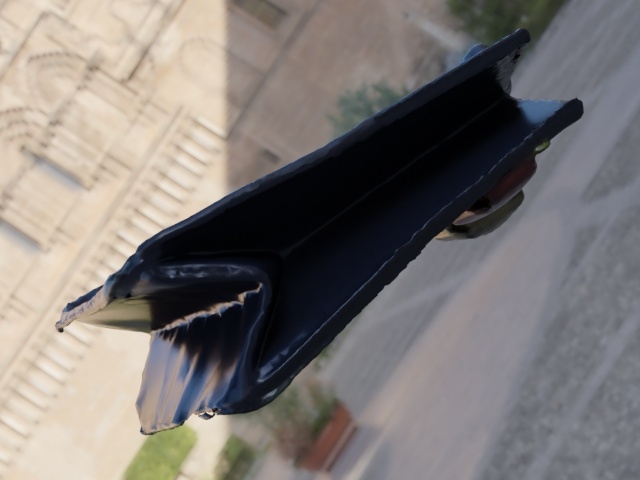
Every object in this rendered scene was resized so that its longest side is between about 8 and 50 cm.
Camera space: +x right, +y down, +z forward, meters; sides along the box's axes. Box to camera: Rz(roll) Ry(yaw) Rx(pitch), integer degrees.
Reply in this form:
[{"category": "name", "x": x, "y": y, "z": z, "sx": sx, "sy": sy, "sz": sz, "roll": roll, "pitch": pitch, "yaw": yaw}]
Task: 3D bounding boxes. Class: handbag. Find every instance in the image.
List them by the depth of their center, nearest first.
[{"category": "handbag", "x": 0.000, "y": 0.000, "z": 0.987, "sx": 0.329, "sy": 0.122, "sz": 0.303, "roll": -34, "pitch": 2, "yaw": -19}]
